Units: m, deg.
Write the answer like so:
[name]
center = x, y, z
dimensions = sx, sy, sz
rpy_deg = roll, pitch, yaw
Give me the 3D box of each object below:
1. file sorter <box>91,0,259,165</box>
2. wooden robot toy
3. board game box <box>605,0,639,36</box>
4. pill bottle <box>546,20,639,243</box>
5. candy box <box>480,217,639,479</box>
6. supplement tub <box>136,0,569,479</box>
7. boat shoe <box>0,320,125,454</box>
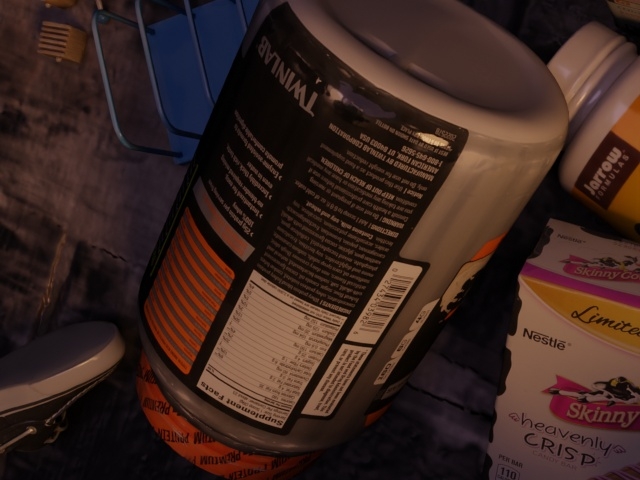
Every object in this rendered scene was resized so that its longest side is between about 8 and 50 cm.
[file sorter]
center = -0.070, -0.140, 0.747
dimensions = 0.170, 0.104, 0.118
rpy_deg = -15, 84, 21
[wooden robot toy]
center = -0.205, -0.235, 0.813
dimensions = 0.076, 0.079, 0.173
rpy_deg = 30, 100, 18
[board game box]
center = 0.260, -0.153, 0.513
dimensions = 0.223, 0.303, 0.098
rpy_deg = 19, 98, 20
[pill bottle]
center = 0.233, -0.043, 0.622
dimensions = 0.215, 0.117, 0.117
rpy_deg = 40, 103, 17
[candy box]
center = 0.188, 0.118, 0.607
dimensions = 0.159, 0.071, 0.234
rpy_deg = 16, 126, 21
[supplement tub]
center = 0.000, 0.000, 0.639
dimensions = 0.193, 0.193, 0.316
rpy_deg = 41, 125, 16
[boat shoe]
center = -0.247, 0.136, 0.837
dimensions = 0.219, 0.078, 0.070
rpy_deg = -25, 116, 16
